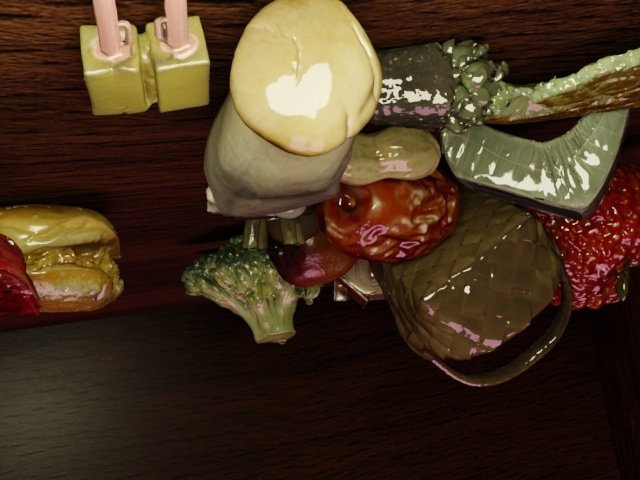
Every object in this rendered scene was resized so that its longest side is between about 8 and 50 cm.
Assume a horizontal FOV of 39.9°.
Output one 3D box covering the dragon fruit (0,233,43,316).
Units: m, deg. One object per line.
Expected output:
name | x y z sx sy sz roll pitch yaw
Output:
dragon fruit | -0.480 -0.014 1.006 0.316 0.152 0.205 2 149 -16

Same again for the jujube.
jujube | 0.102 -0.048 1.308 0.174 0.174 0.250 -14 175 32

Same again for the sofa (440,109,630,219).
sofa | 0.302 -0.139 1.227 0.225 0.176 0.210 18 -178 20

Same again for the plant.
plant | 0.111 -0.153 0.868 0.143 0.092 0.094 -2 163 -8

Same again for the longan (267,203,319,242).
longan | -0.042 -0.051 1.408 0.106 0.106 0.119 -3 131 -41

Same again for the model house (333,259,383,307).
model house | 0.097 0.035 1.799 0.153 0.207 0.294 -4 172 0

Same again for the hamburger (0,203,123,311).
hamburger | -0.435 0.037 1.288 0.318 0.158 0.318 -9 173 -1

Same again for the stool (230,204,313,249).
stool | -0.062 -0.052 1.269 0.125 0.121 0.217 -3 175 -20

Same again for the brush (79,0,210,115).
brush | -0.136 -0.157 0.677 0.103 0.047 0.233 -8 171 -10

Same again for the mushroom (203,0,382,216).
mushroom | -0.039 -0.103 0.860 0.154 0.138 0.407 3 169 -4

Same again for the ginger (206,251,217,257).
ginger | -0.063 0.050 2.097 0.363 0.122 0.348 -18 172 16

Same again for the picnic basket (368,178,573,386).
picnic basket | 0.273 0.100 1.454 0.293 0.337 0.337 -39 172 -1

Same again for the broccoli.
broccoli | -0.123 0.099 1.803 0.288 0.246 0.247 -17 176 39

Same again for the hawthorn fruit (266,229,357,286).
hawthorn fruit | 0.000 0.000 1.580 0.188 0.169 0.169 -3 170 -33

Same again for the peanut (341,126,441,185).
peanut | 0.071 -0.112 1.148 0.187 0.082 0.082 -7 172 -12

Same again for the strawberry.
strawberry | 0.430 -0.044 1.591 0.351 0.267 0.312 19 142 0

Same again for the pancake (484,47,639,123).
pancake | 0.346 -0.193 1.004 0.376 0.054 0.197 -12 174 2
